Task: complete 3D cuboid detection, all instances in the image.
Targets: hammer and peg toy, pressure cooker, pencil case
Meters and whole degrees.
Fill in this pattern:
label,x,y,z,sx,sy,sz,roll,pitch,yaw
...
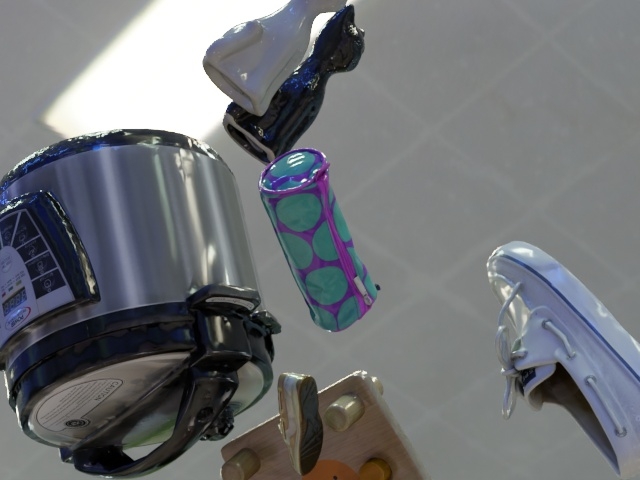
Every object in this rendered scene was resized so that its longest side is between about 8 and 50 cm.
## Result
label,x,y,z,sx,sy,sz,roll,pitch,yaw
hammer and peg toy,-0.013,0.359,1.728,0.361,0.127,0.266,-33,-92,28
pressure cooker,-0.249,0.103,1.758,0.375,0.420,0.370,-13,-25,-3
pencil case,0.000,0.000,1.094,0.070,0.064,0.152,8,-49,42

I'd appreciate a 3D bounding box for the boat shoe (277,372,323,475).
label,x,y,z,sx,sy,sz,roll,pitch,yaw
boat shoe,-0.028,0.222,1.591,0.045,0.050,0.135,14,-66,36

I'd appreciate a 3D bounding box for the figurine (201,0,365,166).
label,x,y,z,sx,sy,sz,roll,pitch,yaw
figurine,-0.026,-0.216,1.470,0.092,0.209,0.215,36,-15,19

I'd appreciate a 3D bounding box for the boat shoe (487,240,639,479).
label,x,y,z,sx,sy,sz,roll,pitch,yaw
boat shoe,0.267,0.147,1.514,0.156,0.367,0.136,-30,-43,-10
